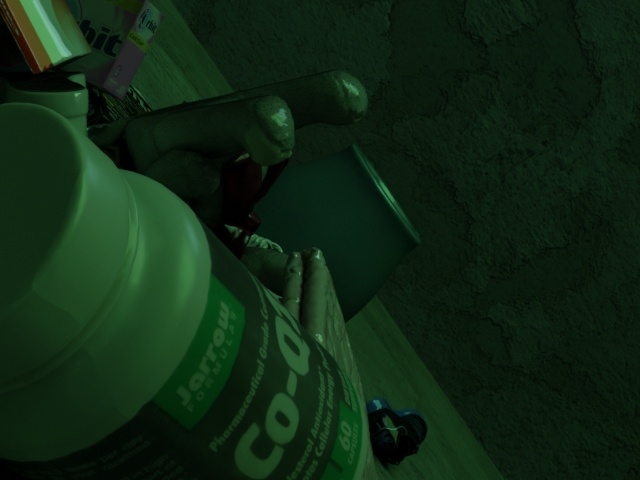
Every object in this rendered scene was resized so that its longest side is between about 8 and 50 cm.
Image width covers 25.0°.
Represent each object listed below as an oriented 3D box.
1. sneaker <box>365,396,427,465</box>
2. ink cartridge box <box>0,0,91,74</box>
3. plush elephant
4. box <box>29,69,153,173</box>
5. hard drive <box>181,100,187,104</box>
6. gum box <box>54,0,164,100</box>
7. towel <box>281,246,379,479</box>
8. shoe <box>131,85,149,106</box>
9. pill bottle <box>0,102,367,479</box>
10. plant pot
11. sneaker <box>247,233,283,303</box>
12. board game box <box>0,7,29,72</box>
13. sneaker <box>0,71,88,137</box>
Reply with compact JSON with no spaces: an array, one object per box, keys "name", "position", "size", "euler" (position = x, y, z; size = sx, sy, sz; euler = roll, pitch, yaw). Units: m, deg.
[{"name":"sneaker","position":[0.124,0.319,2.316],"size":[0.090,0.081,0.232],"euler":[62,15,25]},{"name":"ink cartridge box","position":[-0.283,-0.238,1.409],"size":[0.145,0.045,0.179],"euler":[64,0,-9]},{"name":"plush elephant","position":[-0.111,-0.016,1.511],"size":[0.272,0.330,0.255],"euler":[-42,120,-71]},{"name":"box","position":[-0.223,-0.095,1.762],"size":[0.322,0.079,0.257],"euler":[51,6,-40]},{"name":"hard drive","position":[-0.167,-0.127,2.472],"size":[0.172,0.054,0.254],"euler":[58,6,23]},{"name":"gum box","position":[-0.283,-0.243,1.594],"size":[0.188,0.107,0.062],"euler":[25,-3,16]},{"name":"towel","position":[0.017,0.217,1.363],"size":[0.317,0.053,0.332],"euler":[-88,167,-65]},{"name":"shoe","position":[-0.237,-0.139,1.937],"size":[0.081,0.063,0.178],"euler":[54,0,33]},{"name":"pill bottle","position":[-0.129,0.080,0.962],"size":[0.361,0.204,0.204],"euler":[49,9,-48]},{"name":"plant pot","position":[0.000,0.000,2.161],"size":[0.272,0.255,0.271],"euler":[56,6,-9]},{"name":"sneaker","position":[-0.091,0.031,1.960],"size":[0.094,0.091,0.258],"euler":[20,31,-46]},{"name":"board game box","position":[-0.382,-0.319,1.420],"size":[0.242,0.064,0.316],"euler":[65,3,16]},{"name":"sneaker","position":[-0.280,-0.104,1.419],"size":[0.290,0.106,0.123],"euler":[-132,-139,-73]}]
